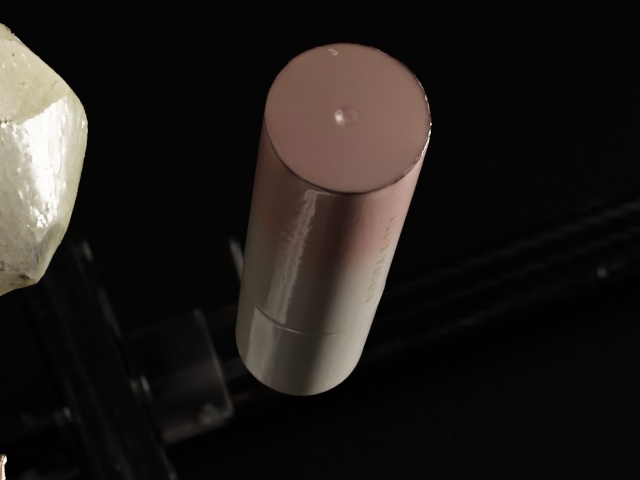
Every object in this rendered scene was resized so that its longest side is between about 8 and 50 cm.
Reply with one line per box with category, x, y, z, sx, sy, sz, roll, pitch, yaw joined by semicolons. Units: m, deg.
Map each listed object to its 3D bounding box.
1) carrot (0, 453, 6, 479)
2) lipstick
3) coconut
carrot;-0.404;0.212;1.519;0.196;0.254;0.196;-2;-94;30
lipstick;0.000;0.000;1.101;0.087;0.327;0.087;2;-113;-4
coconut;-0.295;-0.061;1.397;0.247;0.245;0.245;37;-117;16
